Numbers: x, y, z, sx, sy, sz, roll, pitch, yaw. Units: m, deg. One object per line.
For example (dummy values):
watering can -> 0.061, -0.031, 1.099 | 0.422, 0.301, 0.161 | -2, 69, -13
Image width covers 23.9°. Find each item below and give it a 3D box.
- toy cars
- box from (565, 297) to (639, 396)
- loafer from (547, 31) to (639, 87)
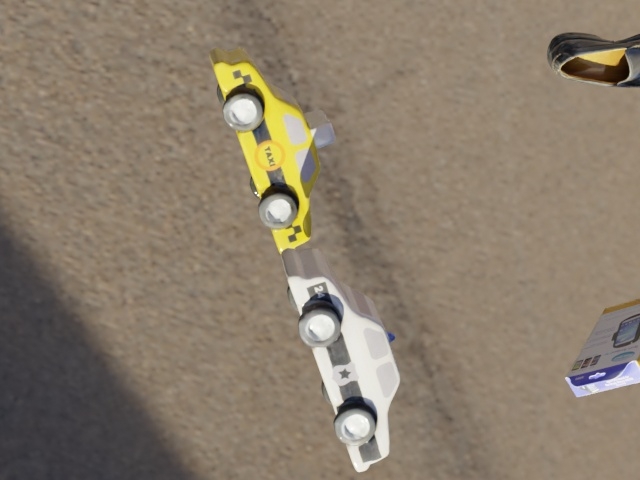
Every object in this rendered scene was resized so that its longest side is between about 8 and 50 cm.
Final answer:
toy cars -> 0.000, 0.000, 1.310 | 0.087, 0.393, 0.176 | -20, 157, -1
box -> 0.290, 0.103, 1.452 | 0.028, 0.081, 0.136 | 55, 43, -16
loafer -> 0.328, -0.185, 1.613 | 0.061, 0.170, 0.062 | -78, 167, -62
